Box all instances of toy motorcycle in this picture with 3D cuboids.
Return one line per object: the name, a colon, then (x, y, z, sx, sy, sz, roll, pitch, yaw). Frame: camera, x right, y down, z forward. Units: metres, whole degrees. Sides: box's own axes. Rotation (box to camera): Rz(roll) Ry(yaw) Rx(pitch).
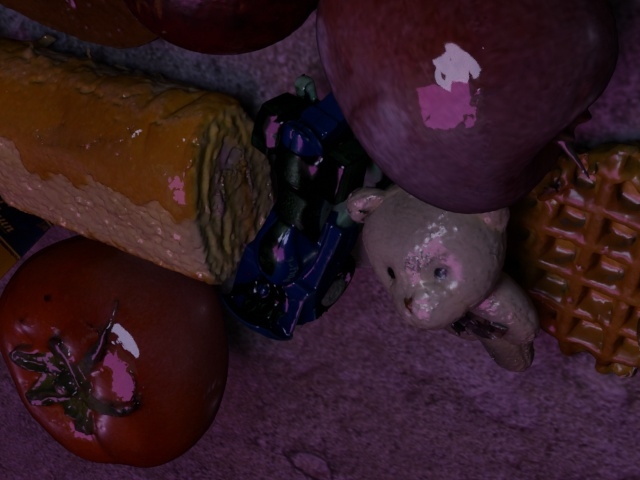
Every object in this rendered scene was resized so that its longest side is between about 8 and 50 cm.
toy motorcycle: (-0.014, -0.014, 1.453, 0.125, 0.196, 0.331, 36, 139, 24)

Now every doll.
doll: (0.135, 0.053, 1.375, 0.175, 0.149, 0.278, -2, 147, 27)

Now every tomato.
tomato: (-0.266, 0.131, 1.841, 0.341, 0.273, 0.341, 21, 130, 28)

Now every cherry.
cherry: (0.117, -0.161, 1.157, 0.307, 0.221, 0.261, 49, 148, 16)

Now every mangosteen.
mangosteen: (-0.095, -0.265, 1.251, 0.215, 0.215, 0.257, 38, 165, -1)

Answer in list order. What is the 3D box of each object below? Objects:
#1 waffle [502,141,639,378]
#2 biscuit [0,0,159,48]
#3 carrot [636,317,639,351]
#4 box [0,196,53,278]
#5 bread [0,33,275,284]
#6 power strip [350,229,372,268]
waffle: (0.301, 0.027, 1.343, 0.325, 0.068, 0.302, -16, 121, 47)
biscuit: (-0.293, -0.369, 1.421, 0.394, 0.070, 0.350, 29, 144, 11)
carrot: (0.392, 0.066, 1.228, 0.209, 0.061, 0.061, -23, 116, 31)
box: (-0.447, -0.043, 1.817, 0.152, 0.237, 0.070, 50, 150, -17)
bread: (-0.247, -0.110, 1.610, 0.375, 0.165, 0.236, 18, 140, 30)
power strip: (0.000, 0.000, 1.634, 0.252, 0.027, 0.060, 3, 133, 42)
